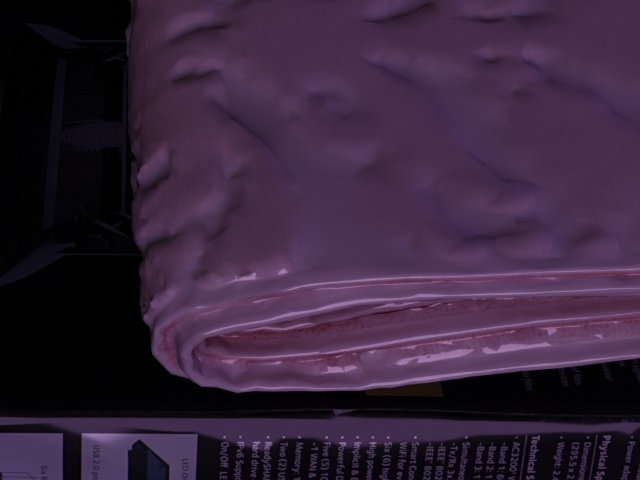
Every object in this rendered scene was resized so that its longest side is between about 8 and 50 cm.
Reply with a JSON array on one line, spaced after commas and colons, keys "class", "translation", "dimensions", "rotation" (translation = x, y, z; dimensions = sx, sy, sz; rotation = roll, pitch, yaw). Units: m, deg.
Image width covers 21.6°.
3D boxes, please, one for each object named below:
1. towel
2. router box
[{"class": "towel", "translation": [0.093, -0.095, 0.548], "dimensions": [0.317, 0.332, 0.053], "rotation": [-2, 136, -8]}, {"class": "router box", "translation": [0.000, 0.000, 0.587], "dimensions": [0.243, 0.309, 0.081], "rotation": [1, 121, -6]}]
